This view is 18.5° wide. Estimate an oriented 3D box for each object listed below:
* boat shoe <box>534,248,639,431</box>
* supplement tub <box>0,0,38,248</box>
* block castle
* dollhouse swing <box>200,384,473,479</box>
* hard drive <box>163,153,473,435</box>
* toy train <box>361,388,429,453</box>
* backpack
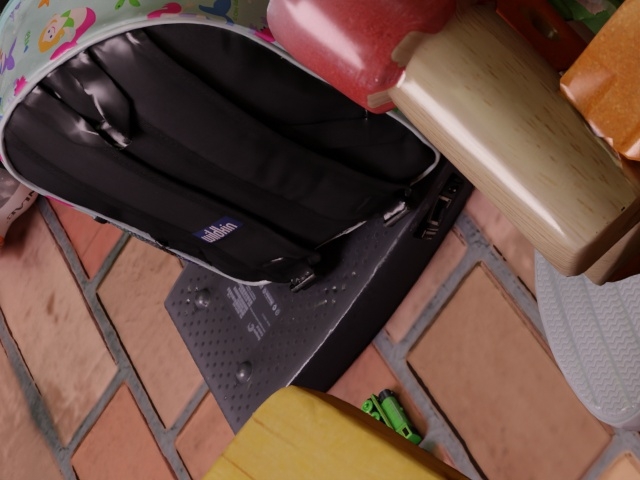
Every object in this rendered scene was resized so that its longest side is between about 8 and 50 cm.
[{"bbox_3d":[0.181,-0.033,1.113,0.109,0.094,0.302,-39,46,46],"label":"boat shoe"},{"bbox_3d":[-0.309,-0.148,1.671,0.193,0.193,0.316,6,80,51],"label":"supplement tub"},{"bbox_3d":[0.187,-0.171,0.870,0.213,0.453,0.303,47,116,15],"label":"block castle"},{"bbox_3d":[0.172,0.095,0.866,0.315,0.347,0.305,28,98,52],"label":"dollhouse swing"},{"bbox_3d":[0.000,0.000,1.350,0.255,0.054,0.172,-54,42,19],"label":"hard drive"},{"bbox_3d":[0.051,0.126,1.266,0.024,0.017,0.083,-46,44,14],"label":"toy train"},{"bbox_3d":[-0.075,-0.102,1.234,0.225,0.253,0.191,-34,51,37],"label":"backpack"}]
